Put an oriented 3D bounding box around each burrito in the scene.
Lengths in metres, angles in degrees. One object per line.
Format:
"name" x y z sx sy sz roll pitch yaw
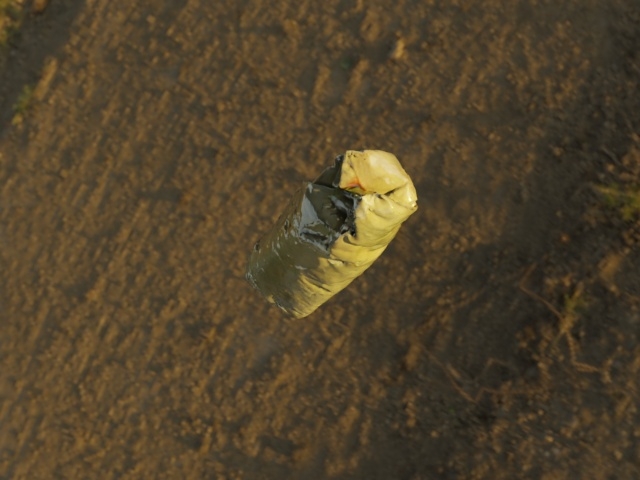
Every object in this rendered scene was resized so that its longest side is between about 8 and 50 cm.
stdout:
"burrito" -0.002 0.000 0.592 0.058 0.045 0.188 70 155 13
